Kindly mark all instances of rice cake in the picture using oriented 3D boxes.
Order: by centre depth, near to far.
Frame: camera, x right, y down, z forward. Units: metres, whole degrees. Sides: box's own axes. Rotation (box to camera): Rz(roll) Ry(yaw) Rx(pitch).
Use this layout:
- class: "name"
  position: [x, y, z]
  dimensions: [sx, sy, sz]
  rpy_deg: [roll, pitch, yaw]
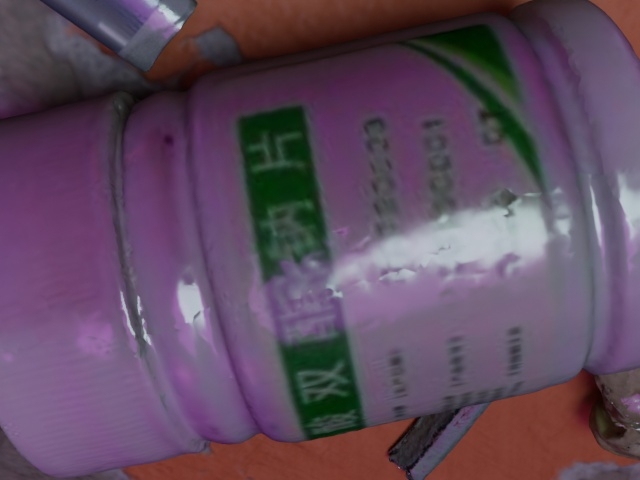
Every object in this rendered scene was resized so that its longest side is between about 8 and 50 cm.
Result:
- class: "rice cake"
  position: [0.118, 0.124, 0.622]
  dimensions: [0.033, 0.033, 0.208]
  rpy_deg: [18, 120, -26]

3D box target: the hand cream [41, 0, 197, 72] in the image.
- class: "hand cream"
  position: [-0.179, -0.185, 0.396]
  dimensions: [0.255, 0.048, 0.079]
  rpy_deg: [35, 114, -22]

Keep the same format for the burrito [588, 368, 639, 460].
- class: "burrito"
  position: [0.367, 0.087, 0.586]
  dimensions: [0.347, 0.107, 0.175]
  rpy_deg: [-7, 135, 1]

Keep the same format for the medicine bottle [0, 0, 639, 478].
- class: "medicine bottle"
  position: [0.000, 0.000, 0.432]
  dimensions: [0.325, 0.212, 0.212]
  rpy_deg: [-11, 122, 1]
